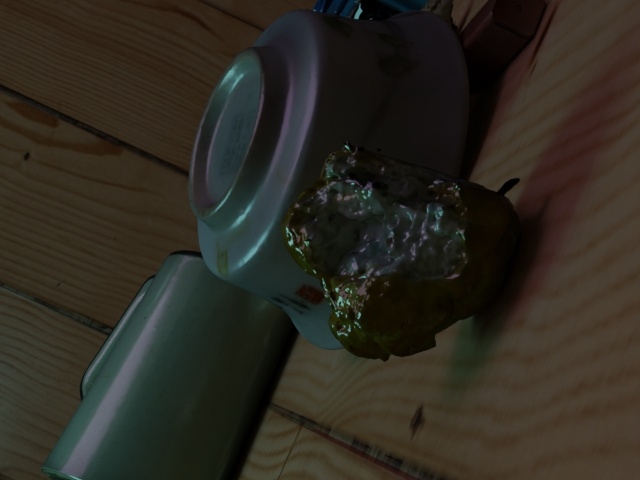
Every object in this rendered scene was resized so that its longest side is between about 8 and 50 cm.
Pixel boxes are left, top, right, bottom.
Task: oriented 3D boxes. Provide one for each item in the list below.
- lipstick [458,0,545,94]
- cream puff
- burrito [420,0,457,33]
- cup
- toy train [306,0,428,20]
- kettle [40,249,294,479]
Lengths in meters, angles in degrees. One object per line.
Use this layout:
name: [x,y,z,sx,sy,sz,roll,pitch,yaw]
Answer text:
lipstick: [0.155,-0.183,1.089,0.145,0.045,0.045,134,158,-71]
cream puff: [0.050,0.009,0.775,0.121,0.156,0.156,40,-109,-58]
burrito: [0.120,-0.201,1.486,0.058,0.063,0.229,3,71,41]
cup: [-0.020,-0.082,1.142,0.347,0.163,0.347,-44,37,46]
toy train: [0.079,-0.337,1.840,0.300,0.188,0.265,-58,13,34]
kettle: [-0.238,0.222,1.771,0.361,0.250,0.376,-1,57,52]
